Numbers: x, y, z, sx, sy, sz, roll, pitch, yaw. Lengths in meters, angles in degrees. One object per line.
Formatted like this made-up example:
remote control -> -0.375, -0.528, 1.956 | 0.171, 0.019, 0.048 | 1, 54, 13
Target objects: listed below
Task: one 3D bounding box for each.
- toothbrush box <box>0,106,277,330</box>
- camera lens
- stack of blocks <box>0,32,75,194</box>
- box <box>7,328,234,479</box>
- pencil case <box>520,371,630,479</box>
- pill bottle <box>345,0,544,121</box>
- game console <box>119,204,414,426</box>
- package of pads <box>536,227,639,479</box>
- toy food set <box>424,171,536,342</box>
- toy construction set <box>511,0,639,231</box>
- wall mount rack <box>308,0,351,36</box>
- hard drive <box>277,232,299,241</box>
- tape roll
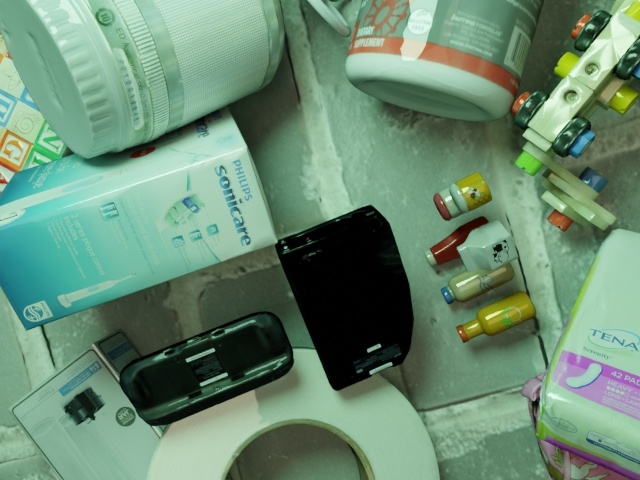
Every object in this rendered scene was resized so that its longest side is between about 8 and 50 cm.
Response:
toothbrush box -> -0.221, -0.042, 0.729 | 0.295, 0.216, 0.126 | -18, 117, -5
camera lens -> -0.196, -0.242, 0.707 | 0.274, 0.219, 0.219 | -34, 91, -30
stack of blocks -> -0.423, -0.133, 0.841 | 0.171, 0.087, 0.297 | 29, 96, 2
box -> -0.279, 0.296, 0.861 | 0.169, 0.087, 0.290 | -35, 91, 6
pencil case -> 0.464, 0.224, 0.761 | 0.386, 0.160, 0.167 | -11, 49, 6
pill bottle -> 0.171, -0.343, 0.716 | 0.210, 0.210, 0.363 | 15, 95, 3
game console -> -0.062, 0.112, 0.719 | 0.361, 0.044, 0.213 | -22, 117, -5
package of pads -> 0.395, 0.133, 0.684 | 0.229, 0.101, 0.296 | 20, 54, 29
toy food set -> 0.187, 0.019, 0.782 | 0.104, 0.111, 0.232 | -27, 123, 6
toy construction set -> 0.340, -0.171, 0.731 | 0.151, 0.215, 0.328 | 27, 102, 24
wall mount rack -> -0.053, -0.408, 0.674 | 0.130, 0.304, 0.350 | -41, 87, 17
hard drive -> 0.000, 0.000, 0.792 | 0.094, 0.135, 0.022 | -6, 92, 5
tape roll -> -0.033, 0.337, 0.796 | 0.392, 0.072, 0.392 | 1, 83, -9
